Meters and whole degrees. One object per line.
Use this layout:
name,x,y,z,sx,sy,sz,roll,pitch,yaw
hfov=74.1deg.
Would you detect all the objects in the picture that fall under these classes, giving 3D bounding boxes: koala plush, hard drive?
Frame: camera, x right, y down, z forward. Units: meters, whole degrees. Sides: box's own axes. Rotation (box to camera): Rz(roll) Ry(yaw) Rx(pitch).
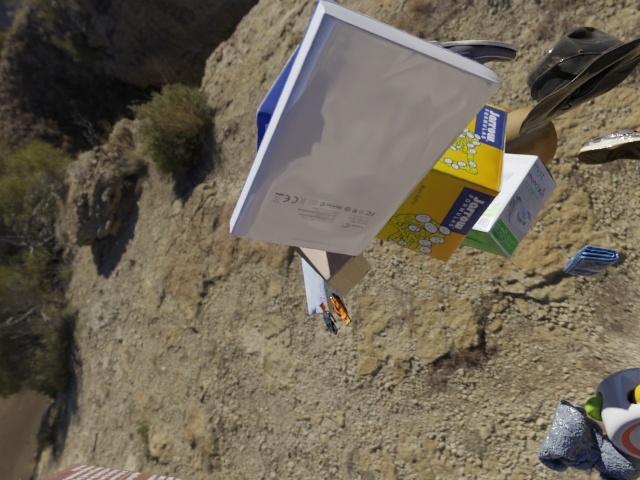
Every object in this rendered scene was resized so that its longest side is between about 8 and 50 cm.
koala plush,0.715,0.545,1.103,0.221,0.203,0.196,23,75,31
hard drive,0.032,-0.099,0.526,0.318,0.210,0.040,124,147,-44

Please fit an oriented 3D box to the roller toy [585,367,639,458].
roller toy,0.765,0.407,0.985,0.209,0.191,0.146,-63,2,36

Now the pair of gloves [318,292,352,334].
pair of gloves,0.028,0.153,0.881,0.074,0.010,0.083,61,140,20

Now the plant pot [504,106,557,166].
plant pot,0.632,-0.323,1.479,0.237,0.254,0.237,162,90,-71

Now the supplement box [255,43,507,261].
supplement box,0.090,-0.141,0.705,0.194,0.357,0.195,104,-175,-56

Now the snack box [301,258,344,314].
snack box,0.013,0.148,1.353,0.070,0.207,0.174,-12,78,16

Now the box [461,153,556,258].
box,0.422,-0.107,1.118,0.231,0.127,0.262,-55,31,-8

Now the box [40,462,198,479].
box,-0.114,0.336,0.418,0.191,0.381,0.143,106,172,-73

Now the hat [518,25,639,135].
hat,0.563,-0.384,0.939,0.331,0.331,0.134,-37,75,32

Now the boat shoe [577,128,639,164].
boat shoe,0.537,-0.171,0.741,0.152,0.056,0.049,3,62,51

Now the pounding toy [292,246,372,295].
pounding toy,-0.008,-0.008,0.802,0.094,0.206,0.181,-45,64,-1

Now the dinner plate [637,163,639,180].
dinner plate,0.728,-0.103,0.947,0.017,0.141,0.141,-8,69,37

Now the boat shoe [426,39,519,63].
boat shoe,0.252,-0.330,0.783,0.206,0.075,0.065,7,105,17

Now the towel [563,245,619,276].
towel,0.545,0.047,0.857,0.067,0.119,0.029,9,71,16
